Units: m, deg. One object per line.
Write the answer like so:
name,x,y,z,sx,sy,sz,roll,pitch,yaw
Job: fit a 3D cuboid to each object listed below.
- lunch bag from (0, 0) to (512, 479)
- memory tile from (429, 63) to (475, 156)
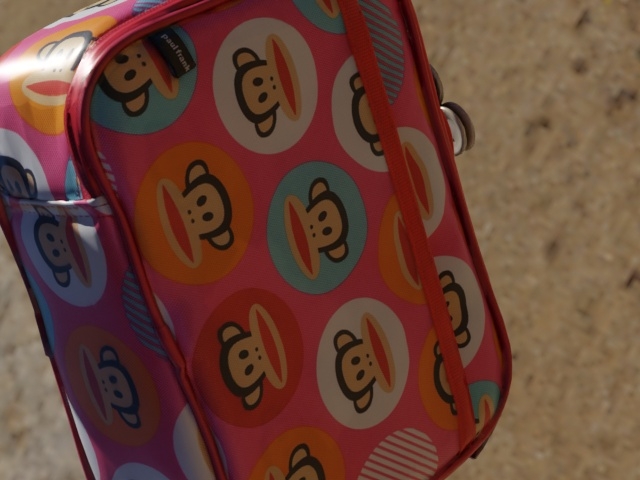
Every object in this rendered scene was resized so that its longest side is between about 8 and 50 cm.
lunch bag,-0.018,0.002,0.966,0.120,0.293,0.258,1,25,46
memory tile,0.049,-0.106,1.359,0.012,0.148,0.113,-27,-14,-28
